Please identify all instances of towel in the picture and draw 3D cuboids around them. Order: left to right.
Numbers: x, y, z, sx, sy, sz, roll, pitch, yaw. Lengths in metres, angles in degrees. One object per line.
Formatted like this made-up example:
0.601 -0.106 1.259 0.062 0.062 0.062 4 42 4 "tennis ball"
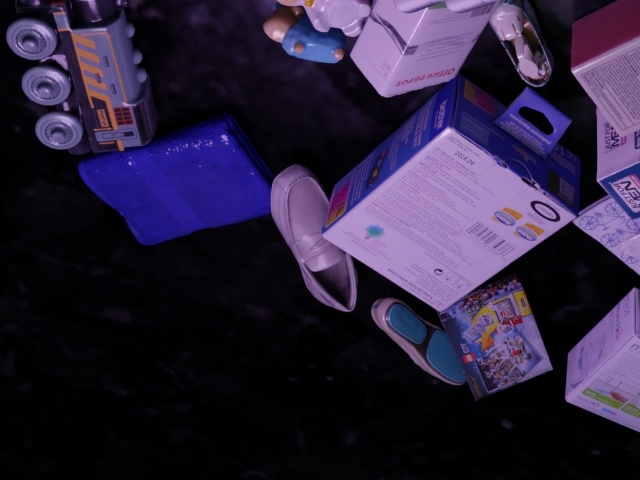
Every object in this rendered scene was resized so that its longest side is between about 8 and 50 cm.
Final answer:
-0.237 -0.107 2.106 0.308 0.076 0.227 -13 137 24 "towel"

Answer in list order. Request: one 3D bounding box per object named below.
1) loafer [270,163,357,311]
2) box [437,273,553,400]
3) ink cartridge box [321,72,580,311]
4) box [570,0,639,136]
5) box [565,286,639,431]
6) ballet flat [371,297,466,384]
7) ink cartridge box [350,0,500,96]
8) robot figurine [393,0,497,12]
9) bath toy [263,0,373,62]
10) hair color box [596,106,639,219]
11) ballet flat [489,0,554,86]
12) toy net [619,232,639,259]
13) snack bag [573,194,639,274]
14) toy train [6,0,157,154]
0.000 0.000 2.104 0.112 0.111 0.319 -36 136 -12 "loafer"
0.324 0.182 2.235 0.159 0.044 0.233 -22 128 5 "box"
0.231 -0.084 1.951 0.270 0.151 0.395 33 134 -19 "ink cartridge box"
0.492 -0.275 1.711 0.232 0.126 0.148 -24 124 32 "box"
0.619 0.239 2.200 0.262 0.126 0.231 23 135 -9 "box"
0.186 0.191 2.303 0.086 0.086 0.248 -27 121 34 "ballet flat"
0.158 -0.322 1.715 0.092 0.160 0.219 54 139 22 "ink cartridge box"
0.146 -0.455 1.449 0.300 0.353 0.200 -3 -177 -23 "robot figurine"
0.030 -0.412 1.688 0.152 0.129 0.348 13 139 -19 "bath toy"
0.577 -0.182 1.752 0.347 0.173 0.105 -26 125 34 "hair color box"
0.293 -0.302 1.779 0.070 0.070 0.188 -21 126 30 "ballet flat"
0.607 0.005 1.961 0.232 0.045 0.122 -4 137 25 "toy net"
0.648 -0.013 1.986 0.343 0.037 0.323 35 137 -21 "snack bag"
-0.375 -0.280 1.924 0.190 0.142 0.333 -5 132 2 "toy train"
